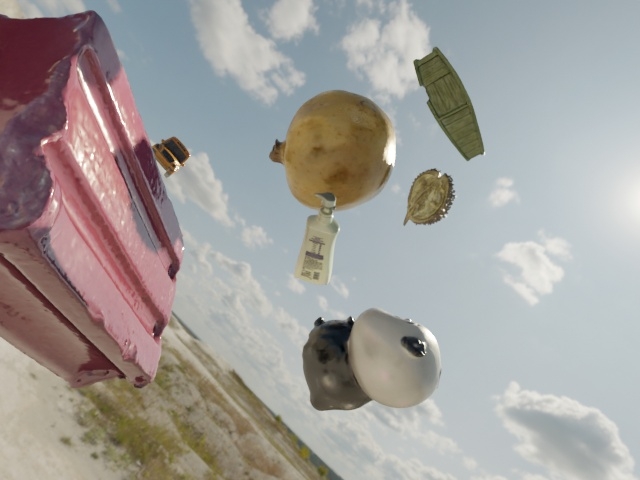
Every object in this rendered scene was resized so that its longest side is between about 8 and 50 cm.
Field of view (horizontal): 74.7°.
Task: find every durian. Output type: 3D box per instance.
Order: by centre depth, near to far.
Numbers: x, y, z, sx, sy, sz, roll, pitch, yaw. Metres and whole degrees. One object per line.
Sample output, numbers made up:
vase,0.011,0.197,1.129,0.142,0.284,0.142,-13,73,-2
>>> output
durian,0.302,-0.103,1.160,0.091,0.188,0.148,23,30,-43

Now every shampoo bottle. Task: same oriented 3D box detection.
shampoo bottle,0.000,0.000,0.517,0.049,0.034,0.141,18,-46,5

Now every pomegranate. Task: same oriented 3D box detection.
pomegranate,0.048,-0.206,1.008,0.307,0.307,0.307,38,-21,18

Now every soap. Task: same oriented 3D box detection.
soap,-0.254,-0.011,0.446,0.128,0.233,0.359,1,-36,-3

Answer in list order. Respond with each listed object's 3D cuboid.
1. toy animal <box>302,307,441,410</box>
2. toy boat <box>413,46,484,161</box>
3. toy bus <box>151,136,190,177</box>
toy animal,0.100,0.218,0.763,0.235,0.165,0.187,-20,-49,31
toy boat,0.319,-0.329,1.025,0.093,0.055,0.293,-23,-63,28
toy bus,-0.397,-0.224,1.109,0.083,0.088,0.194,53,-9,-19
